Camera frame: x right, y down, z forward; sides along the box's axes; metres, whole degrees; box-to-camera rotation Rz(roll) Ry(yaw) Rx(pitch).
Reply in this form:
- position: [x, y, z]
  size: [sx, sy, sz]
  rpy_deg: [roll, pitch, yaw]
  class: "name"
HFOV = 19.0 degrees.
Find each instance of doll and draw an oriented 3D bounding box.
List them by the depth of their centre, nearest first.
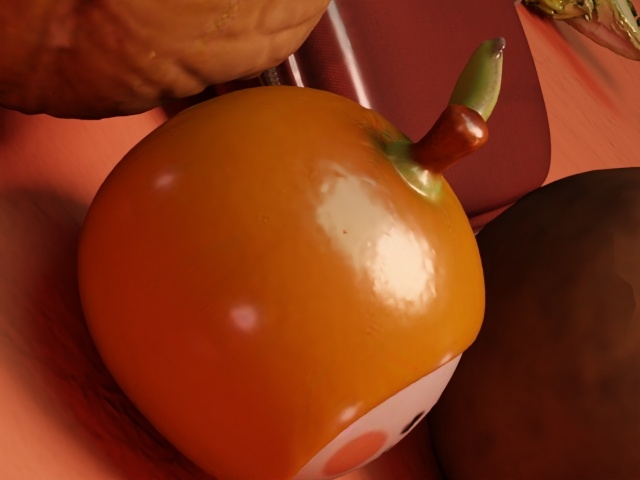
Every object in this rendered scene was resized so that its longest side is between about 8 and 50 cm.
- position: [0.000, 0.000, 0.943]
  size: [0.213, 0.236, 0.213]
  rpy_deg: [38, 22, -18]
  class: "doll"

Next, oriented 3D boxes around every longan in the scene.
- position: [0.207, 0.095, 1.154]
  size: [0.297, 0.297, 0.297]
  rpy_deg: [41, 24, -23]
  class: "longan"

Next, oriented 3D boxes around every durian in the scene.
- position: [0.249, -0.312, 2.071]
  size: [0.375, 0.106, 0.132]
  rpy_deg: [53, 24, 2]
  class: "durian"

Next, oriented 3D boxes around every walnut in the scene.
- position: [-0.113, -0.203, 1.014]
  size: [0.313, 0.277, 0.252]
  rpy_deg: [-97, 173, -60]
  class: "walnut"

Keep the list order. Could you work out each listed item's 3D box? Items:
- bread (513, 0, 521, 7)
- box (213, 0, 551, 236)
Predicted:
- position: [0.150, -0.265, 1.683]
  size: [0.142, 0.224, 0.212]
  rpy_deg: [54, 1, -12]
  class: "bread"
- position: [0.046, -0.119, 1.328]
  size: [0.404, 0.108, 0.263]
  rpy_deg: [-14, 84, -66]
  class: "box"
